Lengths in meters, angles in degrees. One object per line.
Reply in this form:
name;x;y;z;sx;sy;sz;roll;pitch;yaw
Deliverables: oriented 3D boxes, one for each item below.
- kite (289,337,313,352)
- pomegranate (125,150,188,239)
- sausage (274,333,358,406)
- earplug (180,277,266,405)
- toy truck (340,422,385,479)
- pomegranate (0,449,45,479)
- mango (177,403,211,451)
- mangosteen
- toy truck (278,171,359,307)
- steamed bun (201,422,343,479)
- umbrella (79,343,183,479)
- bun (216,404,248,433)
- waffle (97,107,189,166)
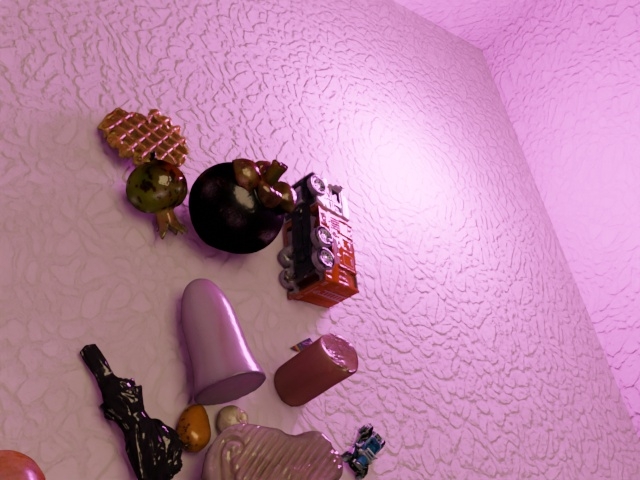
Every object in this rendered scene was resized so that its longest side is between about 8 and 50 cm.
kite;-0.035;0.308;1.915;0.122;0.004;0.090;25;46;-27
pomegranate;-0.407;-0.111;1.777;0.156;0.156;0.220;-19;74;-49
sausage;-0.010;0.324;1.735;0.123;0.253;0.123;20;50;-26
earplug;-0.261;0.224;1.659;0.172;0.172;0.301;3;52;-42
toy truck;0.126;0.551;1.822;0.080;0.078;0.154;51;39;-2
pomegranate;-0.557;0.453;1.149;0.207;0.207;0.207;25;46;-28
mango;-0.283;0.422;1.550;0.079;0.057;0.114;23;43;-20
mangosteen;-0.200;-0.111;1.850;0.275;0.302;0.275;38;27;-23
toy truck;0.000;0.000;2.066;0.207;0.173;0.387;24;49;-38
steamed bun;-0.099;0.579;1.489;0.325;0.219;0.309;5;38;-12
umbrella;-0.407;0.361;1.458;0.118;0.118;0.340;-20;66;-49
bun;-0.202;0.427;1.623;0.086;0.055;0.086;25;46;-29
waffle;-0.486;-0.290;1.894;0.253;0.056;0.249;16;40;-31
